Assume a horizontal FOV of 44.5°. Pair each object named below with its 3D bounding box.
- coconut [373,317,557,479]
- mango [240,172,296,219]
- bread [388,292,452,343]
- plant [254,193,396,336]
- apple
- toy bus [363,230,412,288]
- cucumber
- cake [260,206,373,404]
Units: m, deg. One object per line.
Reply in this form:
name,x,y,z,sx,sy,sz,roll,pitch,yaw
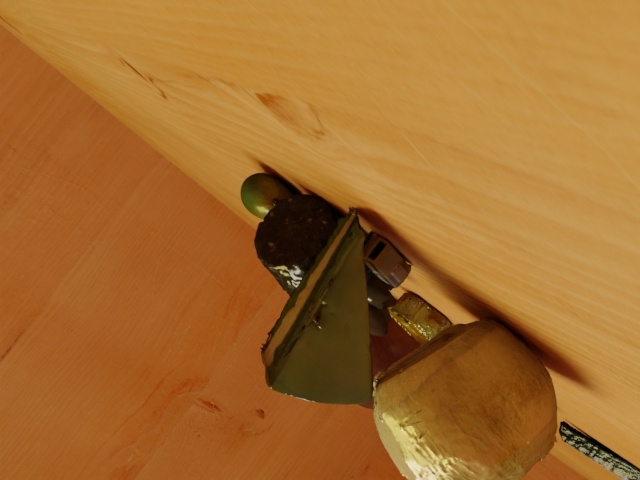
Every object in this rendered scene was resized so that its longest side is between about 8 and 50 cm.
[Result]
coconut,0.235,0.277,1.253,0.255,0.297,0.297,58,176,3
mango,-0.090,-0.077,1.513,0.122,0.086,0.191,26,-178,11
bread,0.219,0.174,1.699,0.140,0.069,0.128,41,173,-10
plant,0.025,0.054,1.440,0.181,0.194,0.321,49,180,41
apple,0.177,0.308,2.090,0.235,0.305,0.306,62,180,13
toy bus,0.108,0.035,1.307,0.058,0.052,0.102,33,172,43
cucumber,0.658,0.502,1.837,0.220,0.046,0.070,33,-179,39
cake,0.049,0.109,1.212,0.172,0.284,0.158,25,-167,-17
